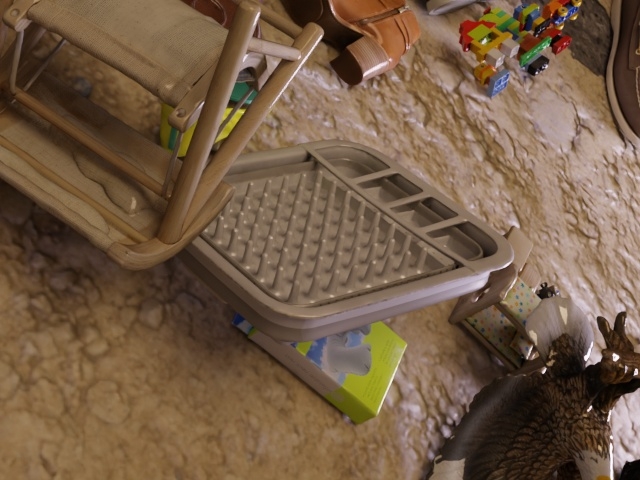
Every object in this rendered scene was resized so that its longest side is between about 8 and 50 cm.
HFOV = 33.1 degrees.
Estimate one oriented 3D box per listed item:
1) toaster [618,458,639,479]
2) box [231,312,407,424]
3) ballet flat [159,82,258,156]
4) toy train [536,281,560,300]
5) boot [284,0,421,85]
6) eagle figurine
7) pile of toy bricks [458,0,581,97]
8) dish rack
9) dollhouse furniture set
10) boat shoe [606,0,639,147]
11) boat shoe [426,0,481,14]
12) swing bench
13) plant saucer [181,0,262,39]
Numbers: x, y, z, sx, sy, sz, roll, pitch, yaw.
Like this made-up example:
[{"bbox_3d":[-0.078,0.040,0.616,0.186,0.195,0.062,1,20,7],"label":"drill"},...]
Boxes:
[{"bbox_3d":[0.423,0.337,1.257,0.110,0.168,0.185,45,48,-11],"label":"toaster"},{"bbox_3d":[0.002,0.099,1.145,0.178,0.042,0.109,41,48,-14],"label":"box"},{"bbox_3d":[-0.112,-0.128,1.142,0.077,0.077,0.231,19,16,11],"label":"ballet flat"},{"bbox_3d":[0.309,0.128,1.373,0.036,0.027,0.158,4,66,-40],"label":"toy train"},{"bbox_3d":[0.039,-0.302,1.362,0.152,0.073,0.197,-41,107,-41],"label":"boot"},{"bbox_3d":[0.263,0.230,1.167,0.226,0.298,0.225,35,26,10],"label":"eagle figurine"},{"bbox_3d":[0.265,-0.294,1.522,0.212,0.118,0.105,-36,63,-27],"label":"pile of toy bricks"},{"bbox_3d":[0.000,0.000,1.105,0.333,0.072,0.285,-12,39,-40],"label":"dish rack"},{"bbox_3d":[0.278,0.089,1.318,0.182,0.101,0.161,44,49,-11],"label":"dollhouse furniture set"},{"bbox_3d":[0.526,-0.289,1.704,0.117,0.097,0.324,27,54,-24],"label":"boat shoe"},{"bbox_3d":[0.236,-0.380,1.537,0.255,0.095,0.079,-20,92,-33],"label":"boat shoe"},{"bbox_3d":[-0.181,-0.145,0.961,0.253,0.254,0.165,34,14,14],"label":"swing bench"},{"bbox_3d":[-0.133,-0.256,1.233,0.168,0.029,0.168,17,57,-29],"label":"plant saucer"}]
